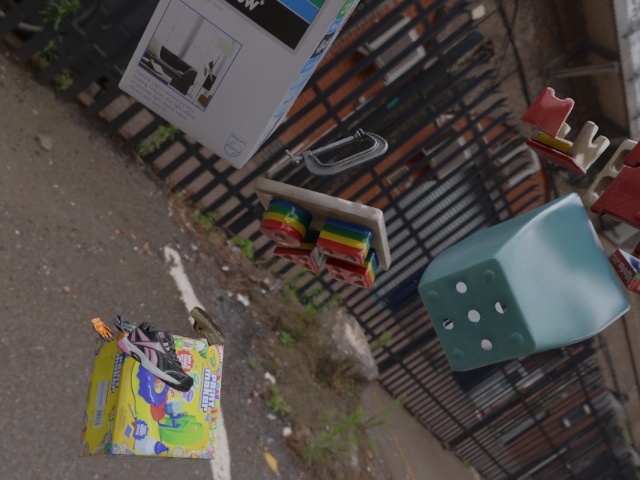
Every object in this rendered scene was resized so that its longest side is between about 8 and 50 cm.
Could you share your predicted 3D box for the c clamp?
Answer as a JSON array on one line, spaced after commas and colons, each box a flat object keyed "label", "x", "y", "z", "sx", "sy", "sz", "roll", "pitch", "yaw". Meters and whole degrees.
[{"label": "c clamp", "x": 0.027, "y": -0.153, "z": 0.979, "sx": 0.137, "sy": 0.161, "sz": 0.022, "roll": -116, "pitch": -172, "yaw": -55}]

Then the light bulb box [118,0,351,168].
[{"label": "light bulb box", "x": -0.092, "y": -0.365, "z": 0.945, "sx": 0.225, "sy": 0.361, "sz": 0.358, "roll": 34, "pitch": 25, "yaw": -8}]

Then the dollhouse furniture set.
[{"label": "dollhouse furniture set", "x": 0.429, "y": -0.101, "z": 0.874, "sx": 0.201, "sy": 0.152, "sz": 0.374, "roll": 26, "pitch": 10, "yaw": -39}]

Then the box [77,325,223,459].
[{"label": "box", "x": -0.414, "y": 0.393, "z": 1.450, "sx": 0.279, "sy": 0.177, "sz": 0.290, "roll": 22, "pitch": 58, "yaw": -41}]

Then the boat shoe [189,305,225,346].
[{"label": "boat shoe", "x": -0.248, "y": 0.189, "z": 1.235, "sx": 0.050, "sy": 0.045, "sz": 0.135, "roll": 53, "pitch": -7, "yaw": 41}]

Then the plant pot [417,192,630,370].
[{"label": "plant pot", "x": 0.232, "y": 0.062, "z": 0.699, "sx": 0.234, "sy": 0.165, "sz": 0.165, "roll": -17, "pitch": 82, "yaw": -50}]

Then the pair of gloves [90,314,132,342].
[{"label": "pair of gloves", "x": -0.441, "y": 0.187, "z": 1.235, "sx": 0.083, "sy": 0.010, "sz": 0.074, "roll": 2, "pitch": 34, "yaw": -49}]

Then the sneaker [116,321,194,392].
[{"label": "sneaker", "x": -0.292, "y": 0.203, "z": 1.054, "sx": 0.178, "sy": 0.077, "sz": 0.072, "roll": 29, "pitch": -19, "yaw": 26}]

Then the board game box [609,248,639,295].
[{"label": "board game box", "x": 0.548, "y": 0.106, "z": 0.800, "sx": 0.281, "sy": 0.027, "sz": 0.145, "roll": 30, "pitch": 19, "yaw": 9}]

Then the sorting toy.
[{"label": "sorting toy", "x": 0.000, "y": 0.000, "z": 1.169, "sx": 0.255, "sy": 0.089, "sz": 0.257, "roll": 17, "pitch": -19, "yaw": 17}]
